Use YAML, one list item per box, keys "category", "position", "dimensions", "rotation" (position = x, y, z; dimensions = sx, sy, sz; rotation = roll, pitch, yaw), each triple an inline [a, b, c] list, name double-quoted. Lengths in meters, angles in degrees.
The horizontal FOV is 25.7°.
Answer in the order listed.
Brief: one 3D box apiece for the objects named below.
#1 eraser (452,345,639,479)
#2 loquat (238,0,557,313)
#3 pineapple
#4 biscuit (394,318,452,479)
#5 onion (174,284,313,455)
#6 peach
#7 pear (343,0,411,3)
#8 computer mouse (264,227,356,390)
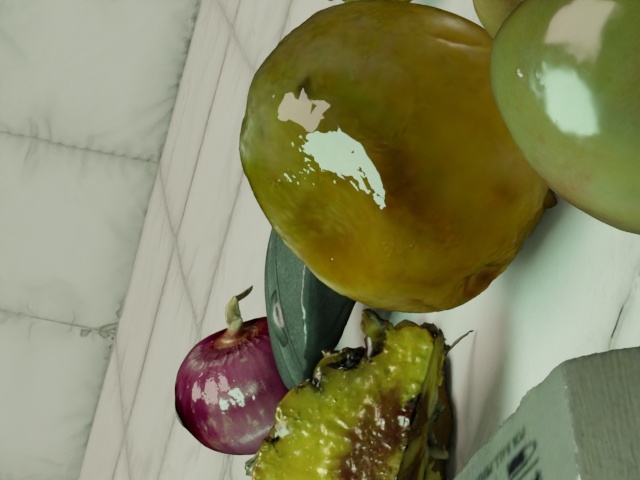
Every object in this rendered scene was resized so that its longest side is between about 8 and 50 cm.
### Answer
- category: "eraser"
  position: [0.171, 0.205, 1.110]
  dimensions: [0.352, 0.077, 0.111]
  rotation: [121, 156, -49]
- category: "loquat"
  position: [0.075, -0.081, 1.279]
  dimensions: [0.276, 0.284, 0.276]
  rotation: [-52, -15, -20]
- category: "pineapple"
  position: [0.026, 0.214, 1.310]
  dimensions: [0.158, 0.161, 0.334]
  rotation: [41, -123, -58]
- category: "biscuit"
  position: [0.048, 0.258, 1.520]
  dimensions: [0.335, 0.078, 0.329]
  rotation: [125, 157, -50]
- category: "onion"
  position: [-0.101, 0.194, 1.826]
  dimensions: [0.207, 0.201, 0.200]
  rotation: [51, 131, 45]
- category: "peach"
  position: [0.226, -0.140, 0.882]
  dimensions: [0.292, 0.248, 0.292]
  rotation: [-10, -90, -86]
- category: "pear"
  position: [0.071, -0.382, 1.717]
  dimensions: [0.198, 0.198, 0.198]
  rotation: [-168, 90, -75]
- category: "computer mouse"
  position: [-0.003, 0.000, 1.672]
  dimensions: [0.203, 0.114, 0.374]
  rotation: [126, 165, -56]
